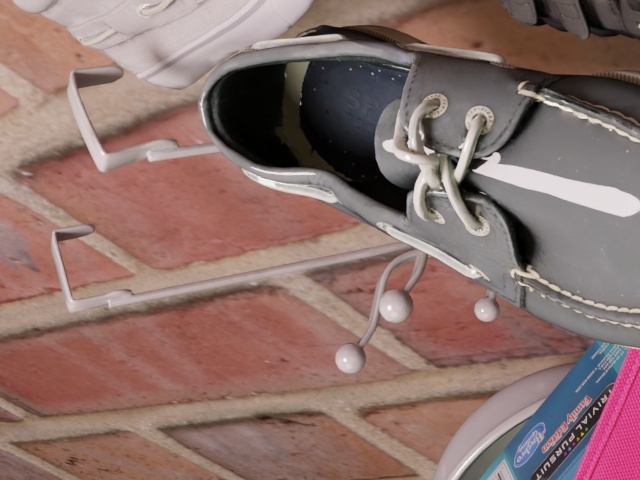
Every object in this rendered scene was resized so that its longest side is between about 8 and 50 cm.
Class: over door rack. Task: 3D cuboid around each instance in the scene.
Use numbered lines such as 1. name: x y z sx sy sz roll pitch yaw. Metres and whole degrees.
1. over door rack: 0.000 0.000 0.843 0.324 0.108 0.239 1 156 -15

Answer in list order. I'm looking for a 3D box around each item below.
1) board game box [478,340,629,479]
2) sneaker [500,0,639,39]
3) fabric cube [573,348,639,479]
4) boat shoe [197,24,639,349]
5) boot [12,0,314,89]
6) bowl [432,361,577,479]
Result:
1. board game box: 0.306 0.202 1.014 0.336 0.079 0.253 29 109 -22
2. sneaker: 0.132 -0.103 0.508 0.147 0.104 0.296 8 -163 9
3. fabric cube: 0.301 0.105 0.608 0.258 0.259 0.254 38 127 34
4. boat shoe: 0.059 -0.027 0.586 0.099 0.116 0.319 -6 -158 -35
5. boot: -0.079 -0.155 0.695 0.123 0.095 0.258 21 155 -24
6. bowl: 0.212 0.208 1.120 0.298 0.134 0.297 -4 118 -8
